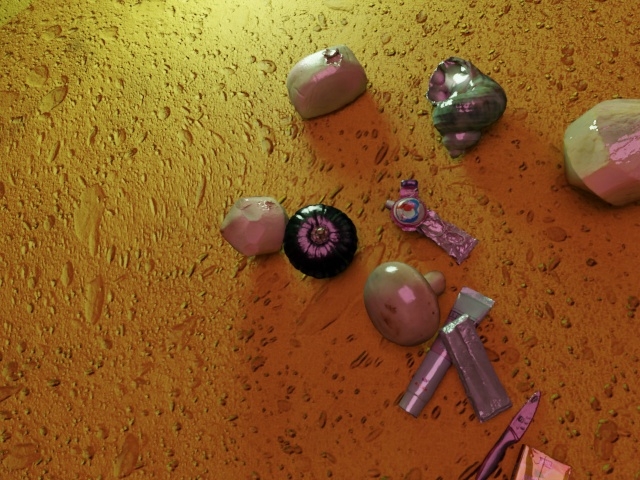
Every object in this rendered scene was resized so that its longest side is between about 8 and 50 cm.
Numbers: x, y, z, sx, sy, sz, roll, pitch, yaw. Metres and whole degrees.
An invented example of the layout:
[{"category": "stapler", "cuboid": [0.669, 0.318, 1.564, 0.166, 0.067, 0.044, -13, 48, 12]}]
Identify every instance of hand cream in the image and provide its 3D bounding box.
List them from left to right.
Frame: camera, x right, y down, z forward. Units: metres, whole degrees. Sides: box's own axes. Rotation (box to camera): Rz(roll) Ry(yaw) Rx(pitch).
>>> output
[{"category": "hand cream", "cuboid": [0.279, -0.040, 1.266, 0.257, 0.050, 0.084, 35, 80, 22]}, {"category": "hand cream", "cuboid": [0.292, 0.262, 1.145, 0.085, 0.058, 0.331, 26, 73, 37]}]

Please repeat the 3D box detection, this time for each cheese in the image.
[{"category": "cheese", "cuboid": [0.229, -0.091, 1.248, 0.095, 0.038, 0.145, 1, 68, 8]}]

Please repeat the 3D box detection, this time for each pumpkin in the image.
[{"category": "pumpkin", "cuboid": [0.000, 0.000, 1.272, 0.202, 0.140, 0.202, 0, 77, 2]}]

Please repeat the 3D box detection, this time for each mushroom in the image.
[{"category": "mushroom", "cuboid": [0.215, 0.136, 1.151, 0.215, 0.207, 0.207, -23, 60, -30]}]

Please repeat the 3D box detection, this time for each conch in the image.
[{"category": "conch", "cuboid": [0.381, -0.357, 1.296, 0.220, 0.195, 0.277, 7, 95, 30]}]

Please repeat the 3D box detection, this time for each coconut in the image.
[{"category": "coconut", "cuboid": [-0.183, -0.041, 1.320, 0.183, 0.171, 0.171, -5, 59, -34]}, {"category": "coconut", "cuboid": [0.684, -0.201, 1.117, 0.259, 0.259, 0.259, -6, 68, 14]}]

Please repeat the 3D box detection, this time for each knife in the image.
[{"category": "knife", "cuboid": [0.413, 0.430, 1.059, 0.035, 0.018, 0.247, 36, 82, 28]}]

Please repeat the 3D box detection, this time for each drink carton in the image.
[{"category": "drink carton", "cuboid": [0.424, 0.542, 0.985, 0.096, 0.071, 0.223, 19, 75, 23]}]

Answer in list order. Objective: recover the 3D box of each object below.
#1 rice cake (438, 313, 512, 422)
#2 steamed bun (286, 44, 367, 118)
[{"category": "rice cake", "cuboid": [0.344, 0.283, 1.091, 0.085, 0.040, 0.226, -22, 81, -8]}, {"category": "steamed bun", "cuboid": [0.008, -0.489, 1.458, 0.238, 0.152, 0.170, -23, 64, 4]}]
